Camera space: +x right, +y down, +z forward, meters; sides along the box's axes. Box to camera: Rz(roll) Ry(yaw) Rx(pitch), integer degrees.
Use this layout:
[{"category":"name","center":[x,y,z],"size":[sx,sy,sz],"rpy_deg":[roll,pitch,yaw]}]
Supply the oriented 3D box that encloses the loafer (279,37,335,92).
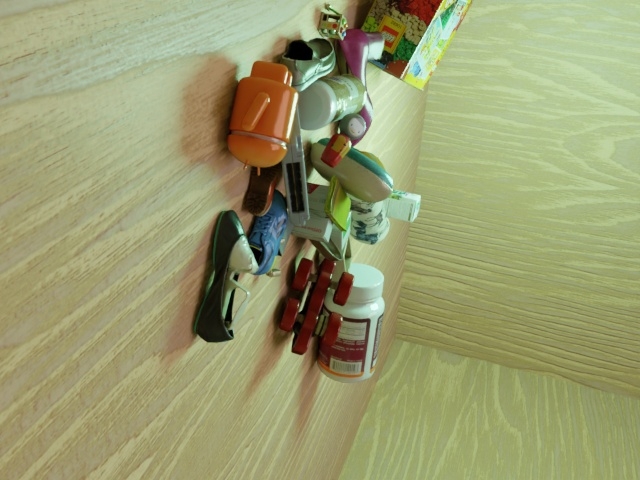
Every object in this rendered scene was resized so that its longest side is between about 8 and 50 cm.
[{"category":"loafer","center":[-0.028,-0.430,1.533],"size":[0.251,0.094,0.087],"rpy_deg":[-60,161,-49]}]

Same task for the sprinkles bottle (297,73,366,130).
[{"category":"sprinkles bottle","center":[0.023,-0.370,1.716],"size":[0.355,0.121,0.121],"rpy_deg":[-43,142,-66]}]

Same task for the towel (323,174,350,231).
[{"category":"towel","center":[0.053,-0.097,1.806],"size":[0.237,0.021,0.102],"rpy_deg":[45,58,-72]}]

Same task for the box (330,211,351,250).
[{"category":"box","center":[0.035,-0.039,2.055],"size":[0.101,0.102,0.087],"rpy_deg":[-64,162,-45]}]

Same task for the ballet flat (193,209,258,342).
[{"category":"ballet flat","center":[-0.184,0.079,1.364],"size":[0.095,0.096,0.281],"rpy_deg":[12,90,-74]}]

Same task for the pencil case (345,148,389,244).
[{"category":"pencil case","center":[0.154,-0.139,2.292],"size":[0.410,0.159,0.184],"rpy_deg":[72,24,-62]}]

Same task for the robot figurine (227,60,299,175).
[{"category":"robot figurine","center":[-0.117,-0.242,1.302],"size":[0.158,0.128,0.219],"rpy_deg":[15,-86,60]}]

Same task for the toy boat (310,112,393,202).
[{"category":"toy boat","center":[0.086,-0.225,1.774],"size":[0.148,0.267,0.318],"rpy_deg":[-56,162,-5]}]

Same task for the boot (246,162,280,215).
[{"category":"boot","center":[-0.128,-0.130,1.497],"size":[0.084,0.059,0.158],"rpy_deg":[52,55,-81]}]

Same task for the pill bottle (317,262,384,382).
[{"category":"pill bottle","center":[0.112,0.296,2.365],"size":[0.224,0.224,0.392],"rpy_deg":[-48,147,-62]}]

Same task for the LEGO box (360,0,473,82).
[{"category":"LEGO box","center":[0.320,-0.725,2.180],"size":[0.373,0.193,0.500],"rpy_deg":[-61,169,16]}]

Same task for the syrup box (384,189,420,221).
[{"category":"syrup box","center":[0.260,-0.147,2.525],"size":[0.093,0.236,0.096],"rpy_deg":[-39,139,-65]}]

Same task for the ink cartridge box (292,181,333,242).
[{"category":"ink cartridge box","center":[-0.016,-0.078,1.823],"size":[0.063,0.109,0.151],"rpy_deg":[59,45,-70]}]

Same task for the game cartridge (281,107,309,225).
[{"category":"game cartridge","center":[-0.066,-0.195,1.519],"size":[0.297,0.062,0.198],"rpy_deg":[86,-7,-56]}]

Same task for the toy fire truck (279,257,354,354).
[{"category":"toy fire truck","center":[-0.022,0.202,1.969],"size":[0.254,0.169,0.302],"rpy_deg":[116,-8,-73]}]

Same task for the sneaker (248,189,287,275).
[{"category":"sneaker","center":[-0.130,-0.020,1.537],"size":[0.082,0.069,0.209],"rpy_deg":[10,92,-71]}]

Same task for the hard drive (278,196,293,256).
[{"category":"hard drive","center":[-0.097,-0.038,1.728],"size":[0.094,0.022,0.135],"rpy_deg":[74,32,-60]}]

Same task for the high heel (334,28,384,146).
[{"category":"high heel","center":[0.072,-0.446,1.951],"size":[0.181,0.127,0.377],"rpy_deg":[-17,127,-40]}]

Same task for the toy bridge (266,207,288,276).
[{"category":"toy bridge","center":[-0.119,0.002,1.632],"size":[0.063,0.026,0.188],"rpy_deg":[-8,112,-44]}]

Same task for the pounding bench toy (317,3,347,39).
[{"category":"pounding bench toy","center":[0.038,-0.579,1.714],"size":[0.052,0.065,0.083],"rpy_deg":[16,86,-75]}]

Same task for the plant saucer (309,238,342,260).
[{"category":"plant saucer","center":[0.000,0.000,1.920],"size":[0.029,0.168,0.168],"rpy_deg":[-41,170,11]}]

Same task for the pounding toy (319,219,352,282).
[{"category":"pounding toy","center":[0.051,0.007,2.188],"size":[0.206,0.094,0.181],"rpy_deg":[-76,163,-45]}]
